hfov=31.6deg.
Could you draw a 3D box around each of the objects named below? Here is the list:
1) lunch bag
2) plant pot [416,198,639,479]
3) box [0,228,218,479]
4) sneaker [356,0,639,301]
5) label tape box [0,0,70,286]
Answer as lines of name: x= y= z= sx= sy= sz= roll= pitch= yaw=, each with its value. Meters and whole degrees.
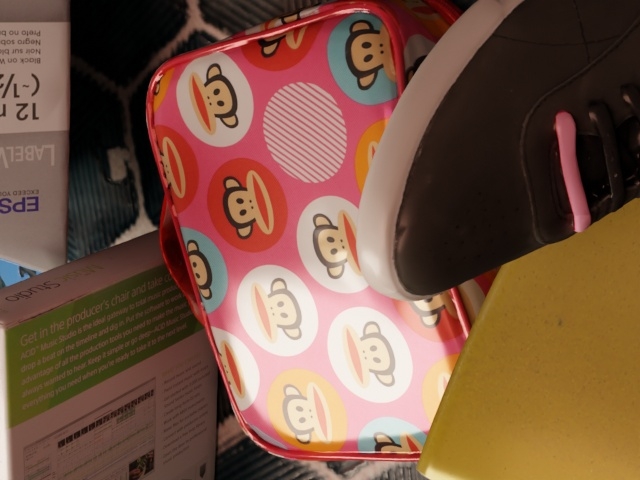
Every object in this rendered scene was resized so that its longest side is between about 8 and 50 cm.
lunch bag: x=0.000 y=0.000 z=0.746 sx=0.258 sy=0.120 sz=0.293 roll=-9 pitch=99 yaw=37
plant pot: x=0.204 y=0.046 z=0.577 sx=0.212 sy=0.212 sz=0.187 roll=16 pitch=100 yaw=31
box: x=-0.164 y=0.167 z=0.841 sx=0.058 sy=0.232 sz=0.322 roll=15 pitch=112 yaw=28
sneaker: x=0.154 y=-0.057 z=0.451 sx=0.147 sy=0.295 sz=0.105 roll=29 pitch=147 yaw=44
label tape box: x=-0.272 y=-0.106 z=0.850 sx=0.249 sy=0.115 sz=0.348 roll=38 pitch=126 yaw=55
